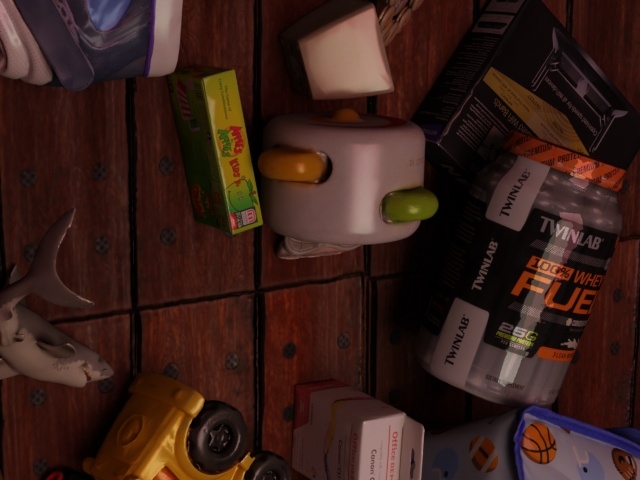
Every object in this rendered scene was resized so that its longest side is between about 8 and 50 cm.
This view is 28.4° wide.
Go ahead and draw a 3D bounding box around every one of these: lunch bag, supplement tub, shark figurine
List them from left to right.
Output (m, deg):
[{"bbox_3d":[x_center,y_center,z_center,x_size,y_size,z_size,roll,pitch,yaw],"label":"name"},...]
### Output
[{"bbox_3d":[-0.312,0.065,1.334,0.166,0.278,0.116,-2,61,-5],"label":"shark figurine"},{"bbox_3d":[0.252,0.034,1.576,0.193,0.193,0.316,12,101,-35],"label":"supplement tub"},{"bbox_3d":[0.278,0.361,1.647,0.385,0.327,0.239,22,63,-32],"label":"lunch bag"}]

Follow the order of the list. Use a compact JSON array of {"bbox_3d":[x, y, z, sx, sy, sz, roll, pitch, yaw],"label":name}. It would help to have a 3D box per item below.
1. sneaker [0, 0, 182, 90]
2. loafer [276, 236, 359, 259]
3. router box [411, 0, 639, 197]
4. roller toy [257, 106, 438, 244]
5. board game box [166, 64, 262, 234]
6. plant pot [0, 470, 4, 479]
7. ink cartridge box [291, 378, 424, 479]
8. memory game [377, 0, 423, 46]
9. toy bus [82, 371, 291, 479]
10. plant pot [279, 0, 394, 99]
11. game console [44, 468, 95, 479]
[{"bbox_3d":[-0.258,-0.305,1.253,0.236,0.130,0.323,-3,118,-15],"label":"sneaker"},{"bbox_3d":[0.000,0.000,1.586,0.125,0.039,0.045,-8,71,-35],"label":"loafer"},{"bbox_3d":[0.287,-0.146,1.712,0.309,0.081,0.243,40,78,-33],"label":"router box"},{"bbox_3d":[0.024,-0.083,1.486,0.209,0.191,0.146,0,102,-9],"label":"roller toy"},{"bbox_3d":[-0.121,-0.105,1.444,0.043,0.092,0.181,-19,110,-28],"label":"board game box"},{"bbox_3d":[-0.417,0.254,1.268,0.237,0.237,0.254,-5,87,-33],"label":"plant pot"},{"bbox_3d":[0.043,0.254,1.564,0.067,0.198,0.115,-5,102,-33],"label":"ink cartridge box"},{"bbox_3d":[0.115,-0.312,1.527,0.012,0.186,0.186,31,80,8],"label":"memory game"},{"bbox_3d":[-0.163,0.291,1.449,0.220,0.149,0.211,50,63,-32],"label":"toy bus"},{"bbox_3d":[0.013,-0.220,1.507,0.096,0.109,0.109,-21,112,-15],"label":"plant pot"},{"bbox_3d":[-0.233,0.485,1.526,0.386,0.060,0.342,29,78,-35],"label":"game console"}]
